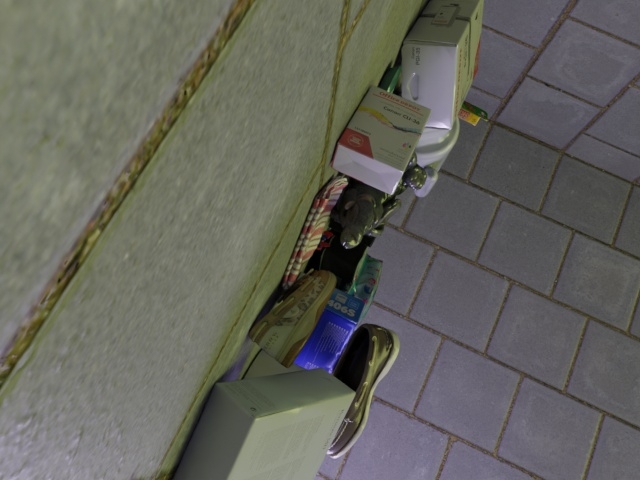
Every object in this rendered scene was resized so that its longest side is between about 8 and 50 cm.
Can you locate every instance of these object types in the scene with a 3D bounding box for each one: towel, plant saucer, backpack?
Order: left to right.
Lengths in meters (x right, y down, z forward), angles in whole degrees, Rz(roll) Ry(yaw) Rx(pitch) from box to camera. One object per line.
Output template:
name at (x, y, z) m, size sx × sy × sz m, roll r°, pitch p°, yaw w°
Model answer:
towel at (-0.011, -0.015, 1.020) m, size 0.197 × 0.029 × 0.144 m, roll -67°, pitch 174°, yaw 27°
backpack at (0.041, 0.126, 1.438) m, size 0.253 × 0.191 × 0.225 m, roll -62°, pitch 178°, yaw 26°
plant saucer at (0.127, -0.296, 1.118) m, size 0.119 × 0.021 × 0.119 m, roll -63°, pitch 174°, yaw -12°

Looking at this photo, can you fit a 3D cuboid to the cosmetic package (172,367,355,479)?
cosmetic package at (-0.119, 0.402, 0.921) m, size 0.284 × 0.097 × 0.377 m, roll 13°, pitch 105°, yaw -55°

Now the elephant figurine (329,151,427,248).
elephant figurine at (0.086, -0.078, 1.113) m, size 0.239 × 0.169 × 0.186 m, roll -61°, pitch 142°, yaw -10°

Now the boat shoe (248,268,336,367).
boat shoe at (-0.041, 0.116, 1.014) m, size 0.104 × 0.089 × 0.285 m, roll -60°, pitch 179°, yaw 22°

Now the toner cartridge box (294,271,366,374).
toner cartridge box at (-0.031, 0.247, 1.319) m, size 0.075 × 0.165 × 0.348 m, roll -60°, pitch 174°, yaw -51°

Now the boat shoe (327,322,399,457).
boat shoe at (0.066, 0.341, 1.287) m, size 0.116 × 0.097 × 0.324 m, roll 29°, pitch -88°, yaw 52°

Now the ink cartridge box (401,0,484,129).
ink cartridge box at (0.277, -0.410, 1.264) m, size 0.207 × 0.117 × 0.283 m, roll 82°, pitch 28°, yaw -43°

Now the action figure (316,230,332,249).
action figure at (0.000, 0.000, 1.158) m, size 0.115 × 0.030 × 0.038 m, roll 149°, pitch -48°, yaw -80°

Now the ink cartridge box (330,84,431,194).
ink cartridge box at (0.110, -0.185, 0.946) m, size 0.067 × 0.115 × 0.198 m, roll 108°, pitch 8°, yaw -55°

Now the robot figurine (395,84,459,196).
robot figurine at (0.253, -0.273, 1.523) m, size 0.353 × 0.200 × 0.300 m, roll 93°, pitch -11°, yaw -75°

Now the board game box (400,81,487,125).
board game box at (0.355, -0.401, 1.601) m, size 0.039 × 0.259 × 0.124 m, roll -67°, pitch 175°, yaw 28°

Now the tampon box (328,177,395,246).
tampon box at (0.109, -0.089, 1.375) m, size 0.161 × 0.120 × 0.101 m, roll -60°, pitch 174°, yaw -45°

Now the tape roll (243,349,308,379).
tape roll at (-0.101, 0.373, 1.185) m, size 0.246 × 0.169 × 0.246 m, roll -63°, pitch 176°, yaw -9°
